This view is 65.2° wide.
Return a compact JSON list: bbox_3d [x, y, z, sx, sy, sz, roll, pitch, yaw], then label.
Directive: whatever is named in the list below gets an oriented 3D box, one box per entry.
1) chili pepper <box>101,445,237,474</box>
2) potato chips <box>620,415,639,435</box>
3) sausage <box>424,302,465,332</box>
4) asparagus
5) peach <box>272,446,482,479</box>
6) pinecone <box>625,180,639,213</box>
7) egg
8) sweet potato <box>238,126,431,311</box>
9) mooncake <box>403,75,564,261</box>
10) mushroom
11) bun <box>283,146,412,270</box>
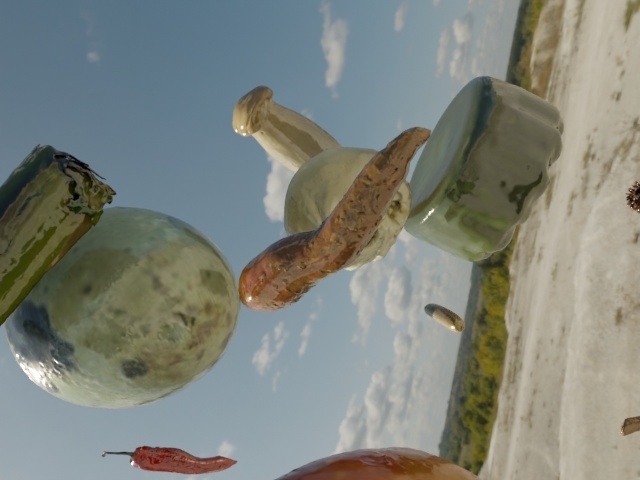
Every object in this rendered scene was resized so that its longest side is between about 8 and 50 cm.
[{"bbox_3d":[-0.296,0.442,1.000,0.050,0.268,0.059,-100,33,-53],"label":"chili pepper"},{"bbox_3d":[0.664,0.337,0.930,0.037,0.204,0.026,-57,-42,-75],"label":"potato chips"},{"bbox_3d":[0.174,0.107,0.705,0.132,0.024,0.024,-165,85,-86],"label":"sausage"},{"bbox_3d":[-0.423,0.049,0.623,0.382,0.128,0.108,-54,-17,-13],"label":"asparagus"},{"bbox_3d":[0.040,0.341,0.385,0.290,0.373,0.372,-131,37,-56],"label":"peach"},{"bbox_3d":[0.771,-0.095,1.160,0.102,0.109,0.102,2,-90,-88],"label":"pinecone"},{"bbox_3d":[-0.328,0.114,0.862,0.345,0.428,0.344,-1,-89,-61],"label":"egg"},{"bbox_3d":[0.000,0.000,0.357,0.214,0.050,0.050,-40,11,39],"label":"sweet potato"},{"bbox_3d":[0.317,-0.136,1.003,0.356,0.194,0.356,-158,90,-85],"label":"mooncake"},{"bbox_3d":[-0.044,-0.236,1.250,0.407,0.138,0.154,34,-139,-41],"label":"mushroom"},{"bbox_3d":[0.053,-0.036,0.789,0.133,0.231,0.231,-115,12,-44],"label":"bun"}]
